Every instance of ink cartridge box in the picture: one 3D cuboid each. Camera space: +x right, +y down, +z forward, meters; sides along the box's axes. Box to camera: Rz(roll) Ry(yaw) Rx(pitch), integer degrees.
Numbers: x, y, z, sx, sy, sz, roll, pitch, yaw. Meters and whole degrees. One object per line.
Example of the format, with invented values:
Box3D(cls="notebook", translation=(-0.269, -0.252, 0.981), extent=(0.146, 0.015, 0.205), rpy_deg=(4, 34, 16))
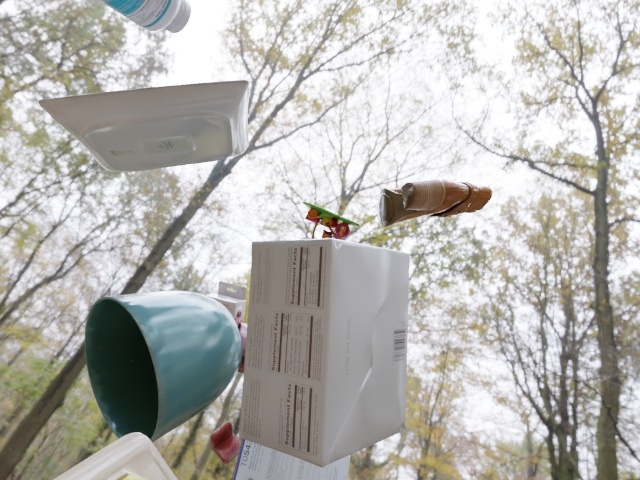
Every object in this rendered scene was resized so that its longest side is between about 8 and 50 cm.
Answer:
Box3D(cls="ink cartridge box", translation=(-0.304, 0.235, 1.452), extent=(0.115, 0.198, 0.067), rpy_deg=(10, 5, 23))
Box3D(cls="ink cartridge box", translation=(-0.083, 0.573, 0.965), extent=(0.330, 0.324, 0.071), rpy_deg=(36, -40, -31))

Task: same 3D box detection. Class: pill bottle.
Box3D(cls="pill bottle", translation=(-0.427, -0.587, 1.065), extent=(0.146, 0.147, 0.264), rpy_deg=(-2, -8, 30))

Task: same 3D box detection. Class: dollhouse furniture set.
Box3D(cls="dollhouse furniture set", translation=(-0.168, 0.385, 1.176), extent=(0.201, 0.374, 0.152), rpy_deg=(14, -50, -5))

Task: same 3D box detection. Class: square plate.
Box3D(cls="square plate", translation=(-0.312, -0.210, 0.932), extent=(0.343, 0.049, 0.347), rpy_deg=(-10, -7, -10))

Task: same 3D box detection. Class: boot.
Box3D(cls="boot", translation=(0.282, -0.101, 1.205), extent=(0.219, 0.109, 0.283), rpy_deg=(-1, -12, -17))

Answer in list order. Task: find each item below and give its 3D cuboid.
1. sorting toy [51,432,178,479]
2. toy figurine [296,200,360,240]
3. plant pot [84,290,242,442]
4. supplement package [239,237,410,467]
Box3D(cls="sorting toy", translation=(-0.155, 0.262, 0.335), extent=(0.208, 0.193, 0.038), rpy_deg=(43, -60, 17))
Box3D(cls="toy figurine", translation=(0.000, 0.000, 1.235), extent=(0.173, 0.159, 0.130), rpy_deg=(23, 0, 17))
Box3D(cls="plant pot", translation=(-0.310, 0.238, 0.966), extent=(0.292, 0.235, 0.294), rpy_deg=(7, -79, 39))
Box3D(cls="supplement package", translation=(0.014, 0.139, 0.652), extent=(0.145, 0.262, 0.204), rpy_deg=(-1, -7, 38))
